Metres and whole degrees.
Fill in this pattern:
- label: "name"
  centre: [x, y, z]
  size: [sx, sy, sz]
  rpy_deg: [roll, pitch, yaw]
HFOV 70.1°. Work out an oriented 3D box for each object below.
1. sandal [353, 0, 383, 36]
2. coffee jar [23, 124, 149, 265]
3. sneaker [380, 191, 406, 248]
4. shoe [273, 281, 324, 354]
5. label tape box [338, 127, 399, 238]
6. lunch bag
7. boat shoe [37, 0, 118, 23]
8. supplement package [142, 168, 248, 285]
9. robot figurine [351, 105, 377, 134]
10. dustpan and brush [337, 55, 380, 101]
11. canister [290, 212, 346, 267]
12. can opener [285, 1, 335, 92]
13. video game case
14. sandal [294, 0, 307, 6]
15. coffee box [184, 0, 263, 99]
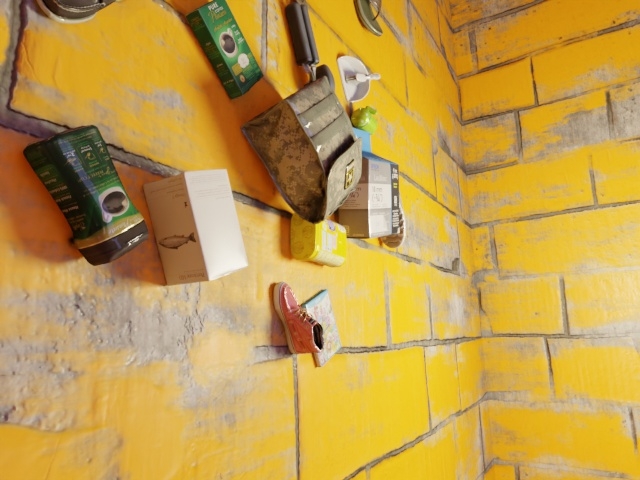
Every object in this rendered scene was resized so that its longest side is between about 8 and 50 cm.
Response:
- label: "sandal"
  centre: [0.174, -0.900, 1.663]
  size: [0.120, 0.086, 0.302]
  rpy_deg: [-43, 119, -54]
- label: "coffee jar"
  centre: [-0.321, -0.061, 0.641]
  size: [0.096, 0.079, 0.184]
  rpy_deg: [-49, 123, -56]
- label: "sneaker"
  centre: [0.252, -0.113, 1.578]
  size: [0.115, 0.105, 0.281]
  rpy_deg: [-3, 85, -59]
- label: "shoe"
  centre: [-0.045, 0.175, 1.037]
  size: [0.063, 0.081, 0.177]
  rpy_deg: [-30, 109, -57]
- label: "label tape box"
  centre: [0.150, -0.179, 1.383]
  size: [0.241, 0.106, 0.333]
  rpy_deg: [-10, 99, -59]
- label: "lunch bag"
  centre: [-0.011, -0.207, 1.079]
  size: [0.287, 0.169, 0.235]
  rpy_deg: [59, 37, -16]
- label: "boat shoe"
  centre: [-0.340, -0.409, 0.706]
  size: [0.081, 0.069, 0.227]
  rpy_deg: [58, 38, -34]
- label: "supplement package"
  centre: [-0.213, -0.023, 0.787]
  size: [0.105, 0.105, 0.179]
  rpy_deg: [-21, 100, -59]
- label: "robot figurine"
  centre: [0.144, -0.391, 1.505]
  size: [0.115, 0.067, 0.101]
  rpy_deg: [32, 88, -54]
- label: "dustpan and brush"
  centre: [0.142, -0.551, 1.549]
  size: [0.211, 0.060, 0.147]
  rpy_deg: [-32, 110, -57]
- label: "canister"
  centre: [0.000, 0.000, 1.166]
  size: [0.170, 0.073, 0.126]
  rpy_deg: [21, 65, -57]
- label: "can opener"
  centre: [-0.022, -0.508, 1.248]
  size: [0.074, 0.093, 0.280]
  rpy_deg: [-25, 99, -57]
- label: "video game case"
  centre: [0.006, 0.222, 1.174]
  size: [0.119, 0.015, 0.166]
  rpy_deg: [-27, 106, -58]
- label: "sandal"
  centre: [-0.051, -0.726, 1.283]
  size: [0.072, 0.049, 0.180]
  rpy_deg: [13, 71, -57]
- label: "coffee box"
  centre: [-0.198, -0.408, 0.969]
  size: [0.184, 0.041, 0.113]
  rpy_deg: [61, 36, -31]
